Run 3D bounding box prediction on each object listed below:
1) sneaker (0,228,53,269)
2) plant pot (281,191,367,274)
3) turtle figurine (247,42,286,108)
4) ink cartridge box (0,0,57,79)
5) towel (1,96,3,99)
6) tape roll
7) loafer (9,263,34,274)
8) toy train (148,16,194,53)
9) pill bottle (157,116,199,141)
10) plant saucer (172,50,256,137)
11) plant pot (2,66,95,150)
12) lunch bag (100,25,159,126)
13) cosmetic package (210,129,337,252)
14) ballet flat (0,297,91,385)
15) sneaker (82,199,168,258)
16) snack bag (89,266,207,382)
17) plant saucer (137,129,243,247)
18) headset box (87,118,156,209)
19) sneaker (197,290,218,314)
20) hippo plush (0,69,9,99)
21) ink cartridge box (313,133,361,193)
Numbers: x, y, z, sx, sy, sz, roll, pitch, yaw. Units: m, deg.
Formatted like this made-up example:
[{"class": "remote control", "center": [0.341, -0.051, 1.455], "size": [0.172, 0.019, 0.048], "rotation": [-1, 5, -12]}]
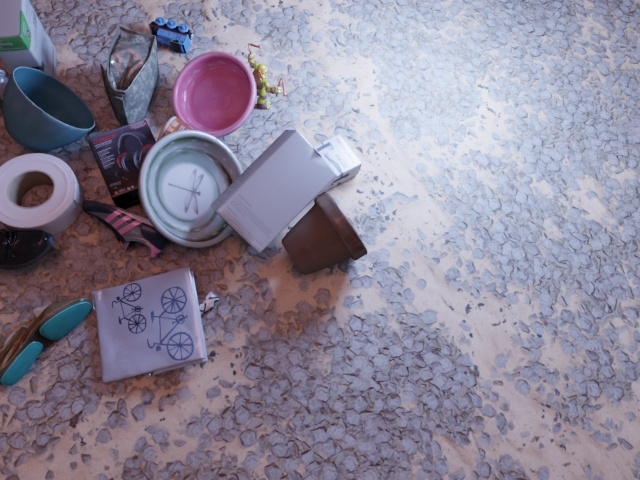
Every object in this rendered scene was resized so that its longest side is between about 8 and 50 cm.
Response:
[{"class": "sneaker", "center": [-1.032, 0.015, 1.590], "size": [0.341, 0.139, 0.125], "rotation": [-9, 50, -4]}, {"class": "plant pot", "center": [0.000, 0.000, 1.730], "size": [0.229, 0.263, 0.263], "rotation": [-35, 75, -1]}, {"class": "turtle figurine", "center": [-0.224, -0.603, 1.943], "size": [0.087, 0.217, 0.269], "rotation": [-32, 75, -19]}, {"class": "ink cartridge box", "center": [-1.081, -0.717, 1.836], "size": [0.122, 0.289, 0.211], "rotation": [-9, 69, -8]}, {"class": "towel", "center": [-1.075, -0.503, 1.856], "size": [0.148, 0.027, 0.110], "rotation": [46, 64, -23]}, {"class": "tape roll", "center": [-0.968, -0.153, 1.720], "size": [0.286, 0.100, 0.286], "rotation": [3, 67, -7]}, {"class": "loafer", "center": [-0.966, 0.068, 1.667], "size": [0.125, 0.039, 0.045], "rotation": [-42, 112, -18]}, {"class": "toy train", "center": [-0.617, -0.844, 2.067], "size": [0.184, 0.080, 0.105], "rotation": [16, 72, -1]}, {"class": "pill bottle", "center": [-0.474, -0.347, 1.844], "size": [0.216, 0.121, 0.121], "rotation": [31, 66, -10]}, {"class": "plant saucer", "center": [-0.396, -0.546, 1.919], "size": [0.332, 0.084, 0.332], "rotation": [-1, 84, 11]}, {"class": "plant pot", "center": [-0.980, -0.430, 1.764], "size": [0.195, 0.290, 0.290], "rotation": [-41, 76, 17]}, {"class": "lunch bag", "center": [-0.709, -0.588, 1.861], "size": [0.169, 0.235, 0.286], "rotation": [12, 66, -9]}, {"class": "cosmetic package", "center": [-0.160, -0.173, 1.715], "size": [0.385, 0.156, 0.217], "rotation": [-45, 112, -7]}, {"class": "ballet flat", "center": [-0.877, 0.285, 1.560], "size": [0.124, 0.116, 0.342], "rotation": [30, 70, 26]}, {"class": "sneaker", "center": [-0.675, -0.040, 1.710], "size": [0.319, 0.112, 0.131], "rotation": [19, 82, 5]}, {"class": "snack bag", "center": [-0.555, 0.276, 1.621], "size": [0.343, 0.037, 0.323], "rotation": [-15, 71, -4]}, {"class": "plant saucer", "center": [-0.446, -0.173, 1.736], "size": [0.401, 0.101, 0.400], "rotation": [2, 87, -43]}, {"class": "headset box", "center": [-0.680, -0.285, 1.807], "size": [0.218, 0.110, 0.293], "rotation": [-23, 72, -16]}, {"class": "sneaker", "center": [-0.381, 0.223, 1.678], "size": [0.044, 0.040, 0.109], "rotation": [36, 71, -2]}, {"class": "hippo plush", "center": [-1.237, -0.556, 1.776], "size": [0.237, 0.234, 0.294], "rotation": [-33, 75, -18]}, {"class": "ink cartridge box", "center": [0.022, -0.285, 1.915], "size": [0.218, 0.092, 0.158], "rotation": [-29, 75, -20]}]
